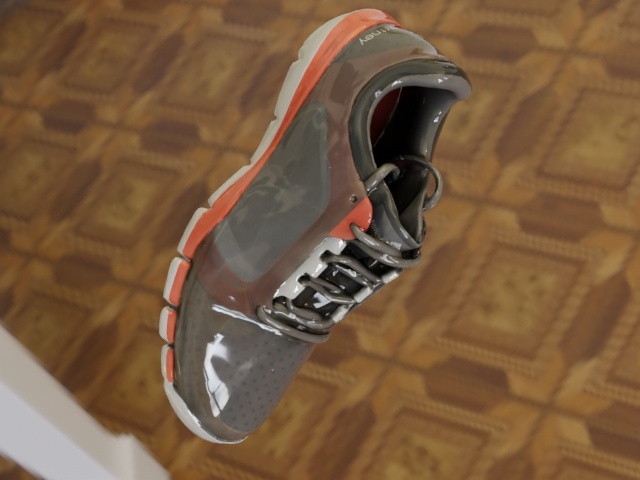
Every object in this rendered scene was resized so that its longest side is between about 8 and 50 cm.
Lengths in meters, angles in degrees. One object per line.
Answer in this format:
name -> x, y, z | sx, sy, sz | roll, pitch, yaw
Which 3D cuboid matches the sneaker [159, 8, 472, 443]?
sneaker -> 0.000, 0.000, 0.611 | 0.065, 0.061, 0.158 | 27, 95, 45
